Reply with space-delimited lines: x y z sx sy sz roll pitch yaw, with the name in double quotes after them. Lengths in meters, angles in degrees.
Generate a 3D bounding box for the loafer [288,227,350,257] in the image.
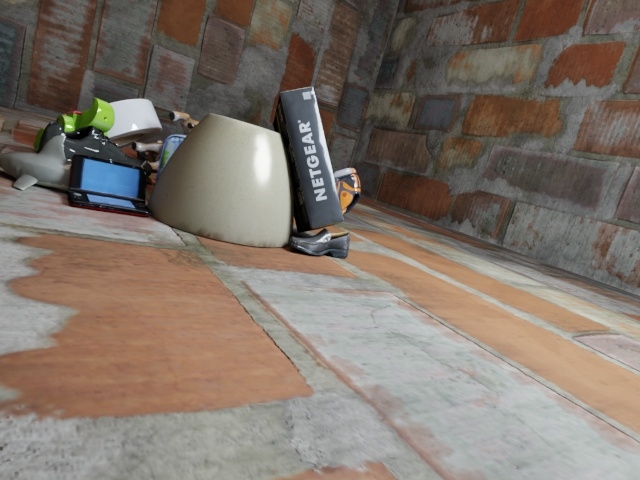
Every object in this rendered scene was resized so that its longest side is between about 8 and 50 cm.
0.000 0.000 0.952 0.170 0.061 0.062 5 16 -44 "loafer"

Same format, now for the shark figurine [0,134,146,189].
-0.508 -0.154 0.863 0.278 0.116 0.166 8 14 -28 "shark figurine"

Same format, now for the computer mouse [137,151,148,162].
-0.682 -0.361 1.858 0.262 0.060 0.184 -6 25 -35 "computer mouse"

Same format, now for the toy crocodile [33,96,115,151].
-0.693 -0.303 1.164 0.340 0.105 0.115 -7 -6 37 "toy crocodile"

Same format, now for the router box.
-0.039 -0.178 1.026 0.081 0.309 0.243 -13 2 -10 "router box"

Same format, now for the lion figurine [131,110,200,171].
-0.490 -0.329 1.460 0.392 0.142 0.240 -11 4 33 "lion figurine"

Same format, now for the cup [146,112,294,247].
-0.195 -0.147 0.951 0.331 0.237 0.331 16 10 -3 "cup"

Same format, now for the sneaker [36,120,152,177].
-0.565 -0.224 1.083 0.109 0.130 0.286 29 15 33 "sneaker"

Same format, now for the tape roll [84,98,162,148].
-0.692 -0.380 1.415 0.286 0.100 0.286 -19 12 4 "tape roll"

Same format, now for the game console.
-0.414 -0.110 0.834 0.144 0.085 0.124 8 13 -36 "game console"

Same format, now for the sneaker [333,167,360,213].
0.025 -0.187 1.840 0.321 0.180 0.124 -17 -5 24 "sneaker"

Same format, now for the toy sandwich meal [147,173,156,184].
-0.530 -0.189 1.245 0.085 0.029 0.085 19 7 -3 "toy sandwich meal"

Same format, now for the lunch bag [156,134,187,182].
-0.327 -0.192 1.156 0.219 0.176 0.090 15 10 1 "lunch bag"
